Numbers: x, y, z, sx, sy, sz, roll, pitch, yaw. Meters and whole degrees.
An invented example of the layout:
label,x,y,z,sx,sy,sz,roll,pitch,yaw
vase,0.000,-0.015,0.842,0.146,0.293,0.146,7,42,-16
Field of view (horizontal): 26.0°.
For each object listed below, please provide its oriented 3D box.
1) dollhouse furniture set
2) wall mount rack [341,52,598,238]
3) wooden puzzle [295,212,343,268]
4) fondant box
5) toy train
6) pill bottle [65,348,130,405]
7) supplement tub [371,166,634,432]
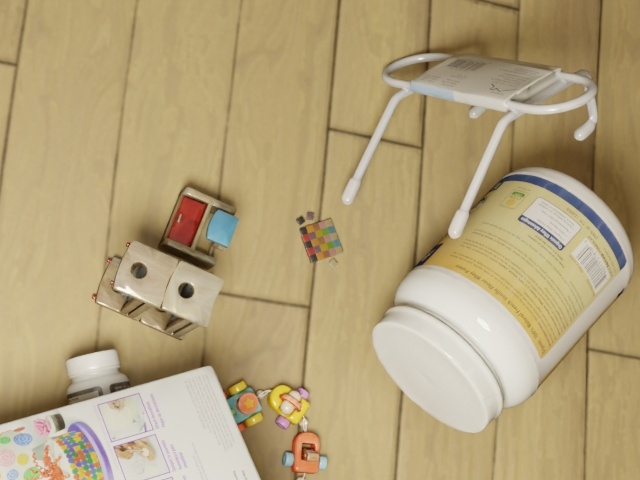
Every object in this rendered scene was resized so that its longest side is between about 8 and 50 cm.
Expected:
label,x,y,z,sx,sy,sz,roll,pitch,yaw
dollhouse furniture set,-0.185,0.010,1.741,0.129,0.129,0.184,24,72,-14
wall mount rack,0.195,-0.146,1.852,0.304,0.350,0.131,-32,122,-31
wooden puzzle,0.000,0.000,1.882,0.049,0.006,0.083,-18,85,-23
fondant box,-0.235,0.301,1.546,0.330,0.096,0.238,-14,59,-22
toy train,-0.062,0.243,1.781,0.166,0.046,0.125,13,73,-18
pill bottle,-0.266,0.207,1.694,0.078,0.078,0.137,-10,82,-23
supplement tub,0.240,0.078,1.835,0.316,0.228,0.228,-44,95,-24
